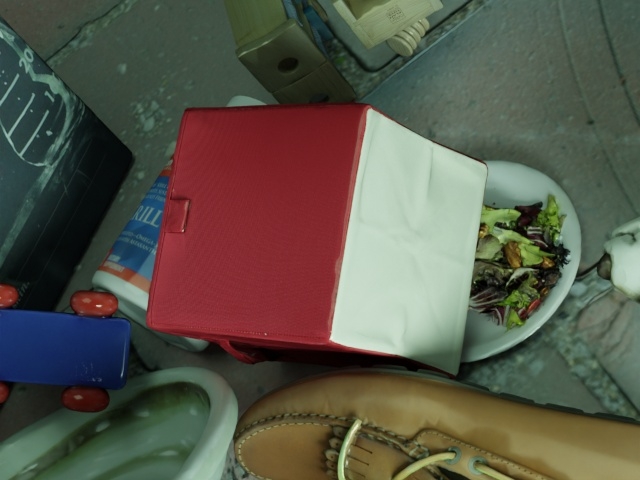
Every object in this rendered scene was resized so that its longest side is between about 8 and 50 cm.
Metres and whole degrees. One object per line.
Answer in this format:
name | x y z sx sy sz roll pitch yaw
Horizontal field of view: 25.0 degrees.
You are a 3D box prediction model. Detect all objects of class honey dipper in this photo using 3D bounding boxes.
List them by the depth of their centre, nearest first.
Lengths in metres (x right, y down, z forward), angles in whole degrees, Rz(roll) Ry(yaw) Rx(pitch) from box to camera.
honey dipper | 0.116 -0.252 1.419 0.030 0.030 0.160 19 69 36

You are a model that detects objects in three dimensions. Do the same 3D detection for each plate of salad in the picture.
plate of salad | 0.123 0.011 1.232 0.200 0.048 0.200 -14 54 20

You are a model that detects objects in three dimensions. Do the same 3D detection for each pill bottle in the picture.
pill bottle | -0.103 -0.019 1.328 0.124 0.124 0.221 19 71 37

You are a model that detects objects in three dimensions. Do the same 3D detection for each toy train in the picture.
toy train | -0.295 0.088 1.292 0.248 0.143 0.105 5 89 -7

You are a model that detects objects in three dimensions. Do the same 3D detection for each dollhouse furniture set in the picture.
dollhouse furniture set | 0.017 -0.226 1.386 0.184 0.129 0.129 -28 51 14

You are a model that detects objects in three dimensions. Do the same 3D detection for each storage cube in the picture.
storage cube | 0.000 0.000 1.177 0.193 0.184 0.215 3 79 39

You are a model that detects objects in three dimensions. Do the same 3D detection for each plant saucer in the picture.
plant saucer | -0.223 0.255 1.168 0.400 0.100 0.400 -28 15 8

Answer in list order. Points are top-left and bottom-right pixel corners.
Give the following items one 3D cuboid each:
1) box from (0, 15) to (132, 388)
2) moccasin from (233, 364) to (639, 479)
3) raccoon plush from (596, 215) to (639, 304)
box | -0.492 -0.027 1.323 0.297 0.472 0.480 12 67 34
moccasin | 0.099 0.191 1.083 0.380 0.139 0.147 11 57 24
raccoon plush | 0.418 -0.039 1.011 0.446 0.216 0.299 -13 63 22
